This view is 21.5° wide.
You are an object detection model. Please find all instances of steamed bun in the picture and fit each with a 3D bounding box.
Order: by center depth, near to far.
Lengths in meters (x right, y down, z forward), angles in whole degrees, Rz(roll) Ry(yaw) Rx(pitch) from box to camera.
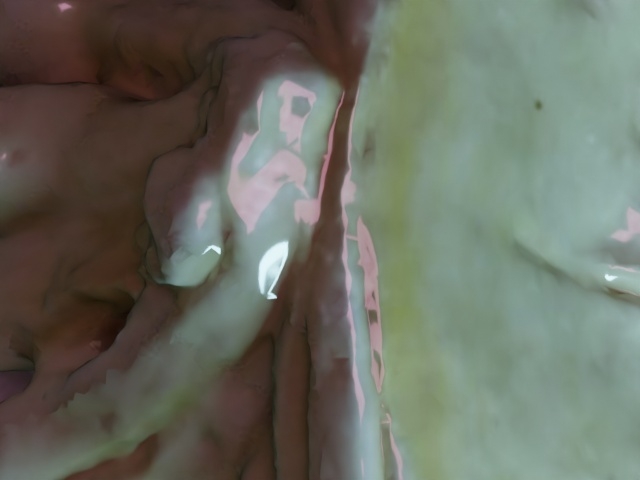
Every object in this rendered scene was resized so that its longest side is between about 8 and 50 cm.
[{"bbox_3d":[0.000,0.000,0.541,0.247,0.189,0.428,2,83,-42],"label":"steamed bun"}]
